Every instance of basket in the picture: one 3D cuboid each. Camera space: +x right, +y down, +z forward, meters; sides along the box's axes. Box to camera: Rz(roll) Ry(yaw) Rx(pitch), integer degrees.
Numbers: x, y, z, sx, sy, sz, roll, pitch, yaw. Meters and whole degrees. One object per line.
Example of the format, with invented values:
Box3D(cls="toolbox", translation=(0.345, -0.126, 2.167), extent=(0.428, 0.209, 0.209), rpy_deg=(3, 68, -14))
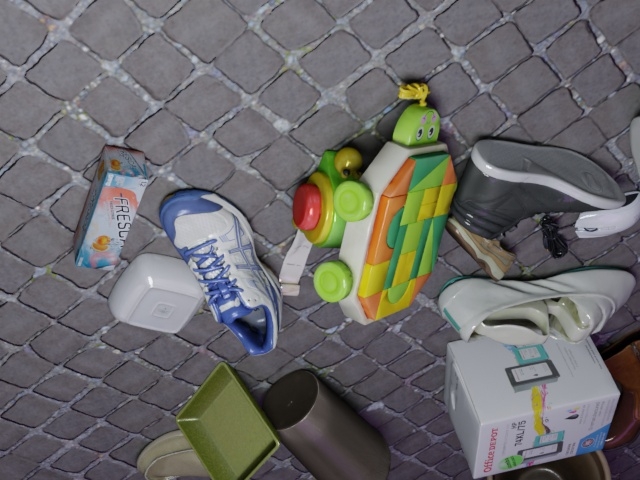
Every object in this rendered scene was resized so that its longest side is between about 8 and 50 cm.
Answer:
Box3D(cls="basket", translation=(0.002, 0.357, 1.735), extent=(0.154, 0.204, 0.227), rpy_deg=(-44, 125, -5))

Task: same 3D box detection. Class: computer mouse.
Box3D(cls="computer mouse", translation=(0.473, -0.029, 1.578), extent=(0.193, 0.042, 0.106), rpy_deg=(-21, 136, 3))

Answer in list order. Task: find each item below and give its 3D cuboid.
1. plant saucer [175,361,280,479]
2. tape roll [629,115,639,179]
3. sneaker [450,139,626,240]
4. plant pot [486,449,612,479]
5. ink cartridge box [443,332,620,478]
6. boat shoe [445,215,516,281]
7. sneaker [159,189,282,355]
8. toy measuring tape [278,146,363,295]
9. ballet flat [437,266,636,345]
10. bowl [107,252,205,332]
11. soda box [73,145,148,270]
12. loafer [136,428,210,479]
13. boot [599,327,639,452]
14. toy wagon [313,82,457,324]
Box3D(cls="plant saucer", translation=(-0.159, 0.340, 1.670), extent=(0.045, 0.188, 0.188), rpy_deg=(-9, 145, -52))
Box3D(cls="tape roll", translation=(0.600, -0.108, 1.393), extent=(0.169, 0.246, 0.246), rpy_deg=(-24, 137, 5))
Box3D(cls="sneaker", translation=(0.332, -0.066, 1.455), extent=(0.295, 0.105, 0.147), rpy_deg=(8, 135, -24))
Box3D(cls="plant pot", translation=(0.505, 0.548, 2.060), extent=(0.263, 0.263, 0.229), rpy_deg=(-20, 154, 2))
Box3D(cls="ink cartridge box", translation=(0.394, 0.300, 1.777), extent=(0.270, 0.197, 0.198), rpy_deg=(-11, 136, -6))
Box3D(cls="boat shoe", translation=(0.271, -0.003, 1.533), extent=(0.072, 0.068, 0.190), rpy_deg=(-44, 140, 6))
Box3D(cls="sneaker", translation=(-0.136, 0.051, 1.383), extent=(0.111, 0.131, 0.296), rpy_deg=(-26, 128, 15))
Box3D(cls="toy measuring tape", translation=(0.000, 0.000, 1.400), extent=(0.121, 0.121, 0.330), rpy_deg=(4, 133, -22))
Box3D(cls="ballet flat", translation=(0.405, 0.132, 1.659), extent=(0.400, 0.139, 0.139), rpy_deg=(-1, 135, -17))
Box3D(cls="bowl", translation=(-0.251, 0.092, 1.457), extent=(0.142, 0.053, 0.142), rpy_deg=(18, 126, -30))
Box3D(cls="soda box", translation=(-0.296, -0.043, 1.294), extent=(0.058, 0.063, 0.183), rpy_deg=(8, 131, -26))
Box3D(cls="loafer", translation=(-0.221, 0.412, 1.766), extent=(0.268, 0.092, 0.102), rpy_deg=(-17, 137, -1))
Box3D(cls="boot", translation=(0.645, 0.322, 1.958), extent=(0.264, 0.096, 0.280), rpy_deg=(-30, 135, 13))
Box3D(cls="toy wagon", translation=(0.112, -0.051, 1.316), extent=(0.267, 0.068, 0.344), rpy_deg=(-15, 124, -54))
